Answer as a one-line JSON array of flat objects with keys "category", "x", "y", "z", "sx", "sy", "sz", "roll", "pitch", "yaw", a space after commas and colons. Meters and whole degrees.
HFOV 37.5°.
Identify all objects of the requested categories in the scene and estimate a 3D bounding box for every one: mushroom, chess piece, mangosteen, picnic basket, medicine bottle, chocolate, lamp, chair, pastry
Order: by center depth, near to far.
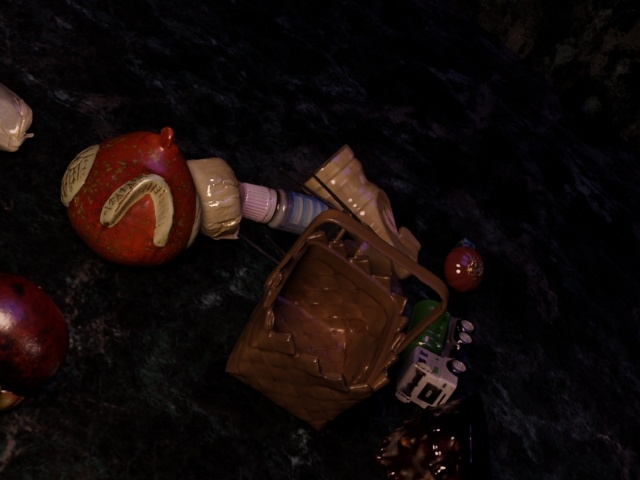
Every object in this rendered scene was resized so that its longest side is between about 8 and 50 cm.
[{"category": "mangosteen", "x": -0.436, "y": 0.139, "z": 1.256, "sx": 0.200, "sy": 0.200, "sz": 0.200, "roll": 23, "pitch": 36, "yaw": -19}, {"category": "picnic basket", "x": 0.027, "y": 0.117, "z": 1.546, "sx": 0.254, "sy": 0.321, "sz": 0.291, "roll": 36, "pitch": 36, "yaw": -7}, {"category": "chocolate", "x": 0.185, "y": 0.370, "z": 1.570, "sx": 0.224, "sy": 0.177, "sz": 0.206, "roll": -42, "pitch": 125, "yaw": -68}, {"category": "mushroom", "x": -0.588, "y": -0.261, "z": 1.647, "sx": 0.278, "sy": 0.099, "sz": 0.096, "roll": 48, "pitch": 30, "yaw": 21}, {"category": "pastry", "x": -0.201, "y": -0.078, "z": 1.724, "sx": 0.088, "sy": 0.166, "sz": 0.166, "roll": -16, "pitch": 57, "yaw": -22}, {"category": "chair", "x": 0.000, "y": 0.000, "z": 1.766, "sx": 0.247, "sy": 0.158, "sz": 0.172, "roll": 40, "pitch": -14, "yaw": -26}, {"category": "medicine bottle", "x": -0.073, "y": -0.059, "z": 1.866, "sx": 0.203, "sy": 0.083, "sz": 0.083, "roll": 12, "pitch": 41, "yaw": -31}, {"category": "chess piece", "x": 0.100, "y": -0.052, "z": 1.997, "sx": 0.301, "sy": 0.137, "sz": 0.137, "roll": 49, "pitch": 34, "yaw": -4}, {"category": "lamp", "x": 0.313, "y": 0.062, "z": 2.053, "sx": 0.101, "sy": 0.090, "sz": 0.101, "roll": 5, "pitch": 83, "yaw": -43}]

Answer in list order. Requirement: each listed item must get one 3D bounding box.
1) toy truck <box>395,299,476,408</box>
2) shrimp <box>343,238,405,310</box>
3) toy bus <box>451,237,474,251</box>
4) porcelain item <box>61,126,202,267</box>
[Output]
[{"category": "toy truck", "x": 0.211, "y": 0.210, "z": 1.785, "sx": 0.125, "sy": 0.101, "sz": 0.242, "roll": 29, "pitch": 32, "yaw": -3}, {"category": "shrimp", "x": 0.113, "y": 0.112, "z": 1.837, "sx": 0.168, "sy": 0.077, "sz": 0.317, "roll": 17, "pitch": 36, "yaw": -30}, {"category": "toy bus", "x": 0.325, "y": 0.035, "z": 2.142, "sx": 0.046, "sy": 0.038, "sz": 0.083, "roll": 33, "pitch": 35, "yaw": -10}, {"category": "porcelain item", "x": -0.299, "y": -0.089, "z": 1.574, "sx": 0.253, "sy": 0.253, "sz": 0.253, "roll": 23, "pitch": 36, "yaw": -19}]
